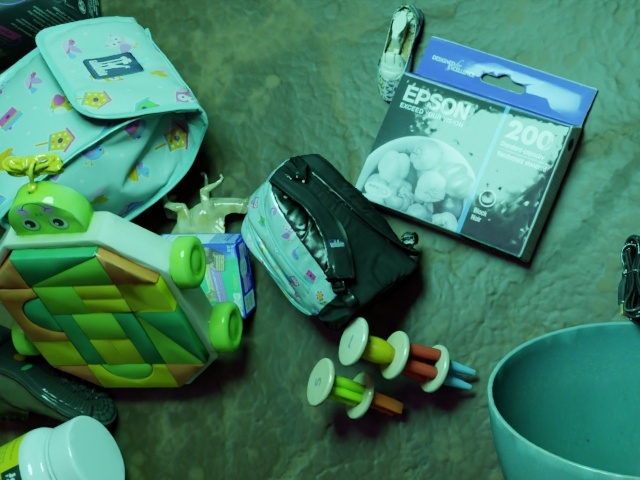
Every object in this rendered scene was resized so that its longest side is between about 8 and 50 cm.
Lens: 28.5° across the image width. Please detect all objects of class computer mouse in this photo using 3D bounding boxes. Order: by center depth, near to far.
[{"bbox_3d":[0.394,0.044,1.251,0.193,0.042,0.106,4,46,16],"label":"computer mouse"}]

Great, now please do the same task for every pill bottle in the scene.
[{"bbox_3d":[-0.333,0.284,1.427,0.208,0.119,0.119,-29,72,19],"label":"pill bottle"}]

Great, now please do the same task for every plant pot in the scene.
[{"bbox_3d":[0.302,0.225,1.168,0.290,0.290,0.195,5,114,20],"label":"plant pot"}]

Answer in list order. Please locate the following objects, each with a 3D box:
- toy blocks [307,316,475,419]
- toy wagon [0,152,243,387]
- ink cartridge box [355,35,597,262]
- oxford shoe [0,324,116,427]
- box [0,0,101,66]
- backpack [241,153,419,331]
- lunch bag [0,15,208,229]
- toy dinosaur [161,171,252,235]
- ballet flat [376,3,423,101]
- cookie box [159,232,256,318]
[{"bbox_3d":[0.078,0.149,1.334,0.123,0.148,0.054,-54,27,34],"label":"toy blocks"},{"bbox_3d":[-0.247,0.044,1.343,0.267,0.344,0.068,-3,51,18],"label":"toy wagon"},{"bbox_3d":[0.168,-0.107,1.374,0.206,0.045,0.208,21,86,22],"label":"ink cartridge box"},{"bbox_3d":[-0.344,0.177,1.493,0.227,0.083,0.096,25,120,13],"label":"oxford shoe"},{"bbox_3d":[-0.428,-0.313,1.565,0.270,0.143,0.165,-13,74,17],"label":"box"},{"bbox_3d":[0.000,0.000,1.354,0.182,0.152,0.115,50,130,9],"label":"backpack"},{"bbox_3d":[-0.274,-0.129,1.455,0.262,0.160,0.223,-39,48,1],"label":"lunch bag"},{"bbox_3d":[-0.154,-0.021,1.465,0.183,0.053,0.093,-35,72,10],"label":"toy dinosaur"},{"bbox_3d":[0.085,-0.216,1.424,0.041,0.041,0.114,14,85,21],"label":"ballet flat"},{"bbox_3d":[-0.134,0.041,1.435,0.107,0.040,0.092,-1,108,19],"label":"cookie box"}]
